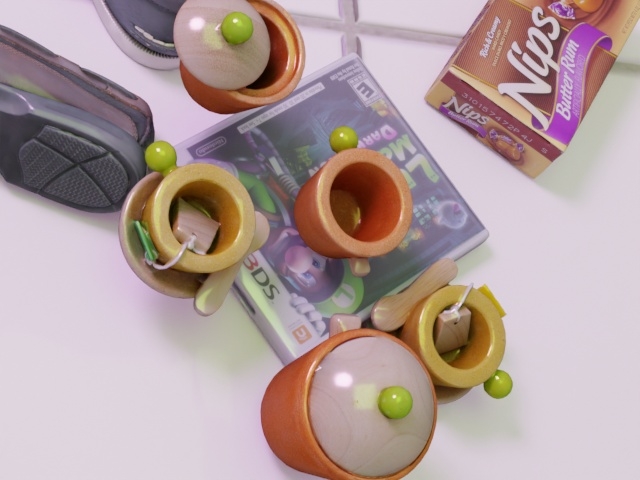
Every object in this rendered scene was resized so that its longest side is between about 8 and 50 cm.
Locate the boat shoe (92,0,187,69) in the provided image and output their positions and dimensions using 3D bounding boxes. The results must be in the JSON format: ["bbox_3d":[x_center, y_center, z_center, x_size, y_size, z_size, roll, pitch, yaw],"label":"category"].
[{"bbox_3d":[-0.159,-0.276,0.935,0.116,0.099,0.319,-28,85,-27],"label":"boat shoe"}]

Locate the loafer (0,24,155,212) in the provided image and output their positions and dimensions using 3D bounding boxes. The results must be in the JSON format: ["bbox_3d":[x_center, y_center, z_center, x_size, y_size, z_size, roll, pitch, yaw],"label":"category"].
[{"bbox_3d":[-0.232,-0.108,0.862,0.267,0.096,0.084,29,41,-15],"label":"loafer"}]

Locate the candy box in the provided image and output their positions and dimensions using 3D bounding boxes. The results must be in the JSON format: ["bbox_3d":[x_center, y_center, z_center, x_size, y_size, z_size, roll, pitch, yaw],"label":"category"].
[{"bbox_3d":[0.173,-0.152,1.045,0.109,0.053,0.187,36,59,-3],"label":"candy box"}]

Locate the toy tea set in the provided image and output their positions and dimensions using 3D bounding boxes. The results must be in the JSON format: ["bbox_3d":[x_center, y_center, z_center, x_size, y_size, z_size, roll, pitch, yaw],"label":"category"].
[{"bbox_3d":[0.000,0.000,0.830,0.200,0.124,0.336,-41,99,-28],"label":"toy tea set"}]

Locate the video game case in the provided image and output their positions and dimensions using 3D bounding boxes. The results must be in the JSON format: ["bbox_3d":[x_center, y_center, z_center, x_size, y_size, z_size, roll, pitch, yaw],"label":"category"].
[{"bbox_3d":[0.003,-0.027,0.942,0.190,0.022,0.173,-31,81,-29],"label":"video game case"}]
